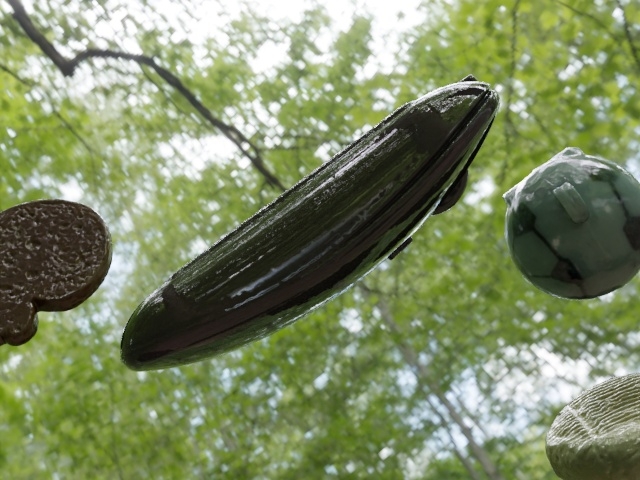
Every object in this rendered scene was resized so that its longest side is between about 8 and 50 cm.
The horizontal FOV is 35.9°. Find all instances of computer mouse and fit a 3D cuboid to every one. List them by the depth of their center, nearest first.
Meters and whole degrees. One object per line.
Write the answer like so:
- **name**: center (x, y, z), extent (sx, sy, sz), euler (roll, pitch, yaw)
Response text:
- **computer mouse**: center (0.000, 0.001, 0.508), extent (0.232, 0.057, 0.120), euler (-36, -3, -6)

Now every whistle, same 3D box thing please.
- **whistle**: center (0.276, -0.007, 1.050), extent (0.163, 0.163, 0.289), euler (-46, -23, 3)

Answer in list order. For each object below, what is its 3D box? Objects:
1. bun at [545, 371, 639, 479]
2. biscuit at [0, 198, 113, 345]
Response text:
- **bun**: center (0.418, 0.270, 1.313), extent (0.220, 0.220, 0.134), euler (-30, -80, -13)
- **biscuit**: center (-0.255, 0.030, 0.832), extent (0.175, 0.124, 0.026), euler (-44, -28, -28)
